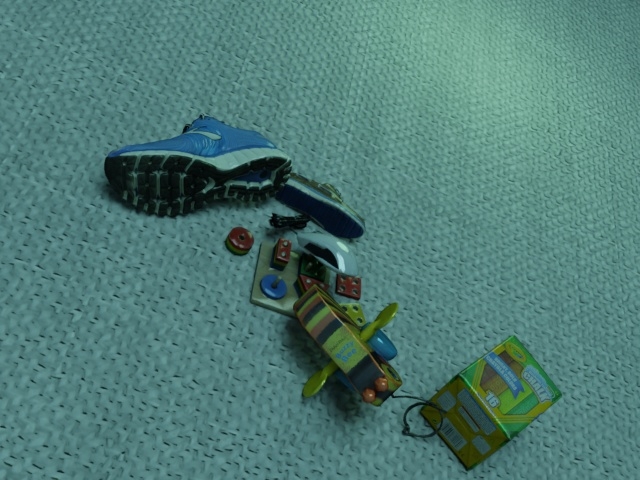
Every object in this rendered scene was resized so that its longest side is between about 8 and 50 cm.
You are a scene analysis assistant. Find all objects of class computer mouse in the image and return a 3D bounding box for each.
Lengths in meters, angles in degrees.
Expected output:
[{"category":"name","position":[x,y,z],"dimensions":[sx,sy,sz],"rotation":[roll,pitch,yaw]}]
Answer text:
[{"category":"computer mouse","position":[0.000,0.000,1.533],"dimensions":[0.193,0.042,0.106],"rotation":[36,17,34]}]

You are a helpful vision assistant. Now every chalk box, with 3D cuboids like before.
[{"category":"chalk box","position":[0.299,0.259,1.489],"dimensions":[0.213,0.132,0.132],"rotation":[-26,70,-41]}]

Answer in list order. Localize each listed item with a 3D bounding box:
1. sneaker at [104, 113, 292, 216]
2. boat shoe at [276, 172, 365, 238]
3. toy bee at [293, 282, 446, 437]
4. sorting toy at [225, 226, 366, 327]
[{"category":"sneaker","position":[-0.220,-0.136,1.546],"dimensions":[0.329,0.130,0.147],"rotation":[-5,41,-34]},{"category":"boat shoe","position":[0.009,-0.072,1.642],"dimensions":[0.183,0.066,0.066],"rotation":[32,44,-2]},{"category":"toy bee","position":[0.074,0.184,1.378],"dimensions":[0.298,0.195,0.162],"rotation":[25,4,8]},{"category":"sorting toy","position":[-0.034,0.066,1.519],"dimensions":[0.274,0.046,0.132],"rotation":[21,47,-14]}]
